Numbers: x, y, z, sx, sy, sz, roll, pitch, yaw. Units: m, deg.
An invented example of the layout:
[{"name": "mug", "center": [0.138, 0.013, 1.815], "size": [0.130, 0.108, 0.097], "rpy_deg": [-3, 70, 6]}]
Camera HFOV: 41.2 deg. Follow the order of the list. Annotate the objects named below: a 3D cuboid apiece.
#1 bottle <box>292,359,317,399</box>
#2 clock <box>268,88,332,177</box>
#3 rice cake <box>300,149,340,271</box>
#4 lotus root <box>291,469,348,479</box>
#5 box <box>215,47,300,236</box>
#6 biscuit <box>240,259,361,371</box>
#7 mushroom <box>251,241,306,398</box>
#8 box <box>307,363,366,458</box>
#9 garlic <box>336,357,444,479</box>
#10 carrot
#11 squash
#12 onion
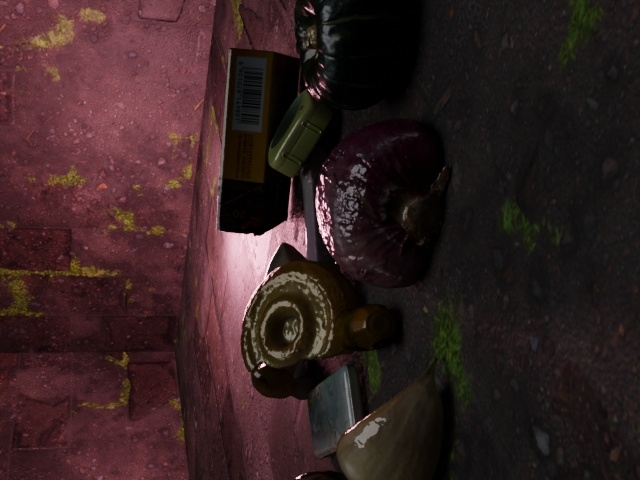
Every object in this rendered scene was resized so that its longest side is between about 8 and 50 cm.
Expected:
[{"name": "bottle", "center": [-0.062, 0.263, 1.911], "size": [0.096, 0.079, 0.253], "rpy_deg": [-59, 23, 13]}, {"name": "clock", "center": [-0.044, -0.243, 1.827], "size": [0.170, 0.069, 0.232], "rpy_deg": [-57, 15, 19]}, {"name": "rice cake", "center": [-0.001, 0.000, 1.743], "size": [0.070, 0.064, 0.399], "rpy_deg": [137, 132, -59]}, {"name": "lotus root", "center": [-0.006, 0.542, 1.528], "size": [0.182, 0.183, 0.310], "rpy_deg": [-108, 23, -49]}, {"name": "box", "center": [-0.142, -0.229, 1.990], "size": [0.264, 0.116, 0.415], "rpy_deg": [-39, -46, -77]}, {"name": "biscuit", "center": [-0.048, 0.143, 1.630], "size": [0.274, 0.091, 0.213], "rpy_deg": [-24, 62, 36]}, {"name": "mushroom", "center": [-0.072, 0.163, 1.805], "size": [0.128, 0.128, 0.350], "rpy_deg": [123, 160, -61]}, {"name": "box", "center": [0.028, 0.338, 1.657], "size": [0.285, 0.044, 0.142], "rpy_deg": [126, 138, -64]}, {"name": "garlic", "center": [0.111, 0.292, 1.260], "size": [0.164, 0.145, 0.245], "rpy_deg": [-61, -3, -41]}, {"name": "carrot", "center": [0.073, 0.149, 1.447], "size": [0.173, 0.082, 0.082], "rpy_deg": [153, 117, -68]}, {"name": "squash", "center": [0.048, -0.344, 1.426], "size": [0.252, 0.165, 0.252], "rpy_deg": [179, 90, -75]}, {"name": "onion", "center": [0.062, -0.077, 1.374], "size": [0.349, 0.159, 0.267], "rpy_deg": [-135, 52, -67]}]
